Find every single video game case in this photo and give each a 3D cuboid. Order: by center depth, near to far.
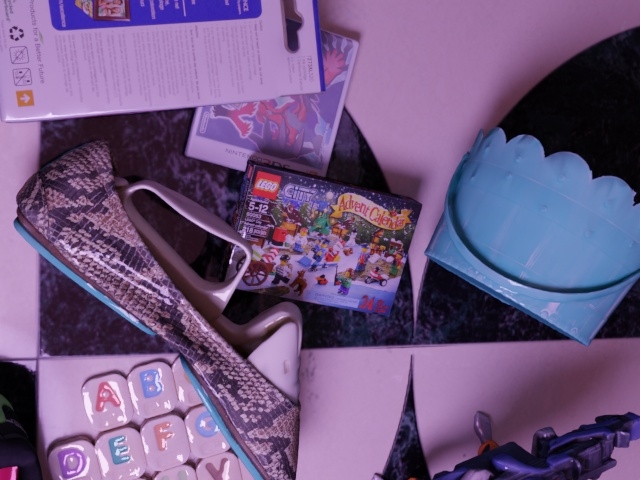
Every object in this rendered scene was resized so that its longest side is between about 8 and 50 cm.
[{"bbox_3d":[-0.059,-0.181,1.031,0.184,0.023,0.201,14,92,-20],"label":"video game case"}]

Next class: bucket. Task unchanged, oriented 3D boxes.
[{"bbox_3d":[0.280,-0.002,1.047,0.281,0.281,0.183,29,91,-20],"label":"bucket"}]

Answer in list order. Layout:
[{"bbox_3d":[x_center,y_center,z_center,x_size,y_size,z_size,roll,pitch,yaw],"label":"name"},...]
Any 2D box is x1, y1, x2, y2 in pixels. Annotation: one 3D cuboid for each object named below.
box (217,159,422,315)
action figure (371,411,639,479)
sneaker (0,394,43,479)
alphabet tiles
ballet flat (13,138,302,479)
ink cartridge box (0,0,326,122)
[{"bbox_3d":[0.000,0.000,1.050,0.233,0.044,0.159,11,102,-20],"label":"box"},{"bbox_3d":[0.258,0.326,1.038,0.342,0.330,0.178,-13,99,-17],"label":"action figure"},{"bbox_3d":[-0.389,0.409,0.880,0.185,0.202,0.482,-4,100,-42],"label":"sneaker"},{"bbox_3d":[-0.191,0.289,1.044,0.284,0.021,0.277,-13,100,-17],"label":"alphabet tiles"},{"bbox_3d":[-0.135,0.082,0.949,0.182,0.164,0.482,-40,101,-2],"label":"ballet flat"},{"bbox_3d":[-0.186,-0.239,0.941,0.371,0.069,0.175,-7,98,-10],"label":"ink cartridge box"}]
